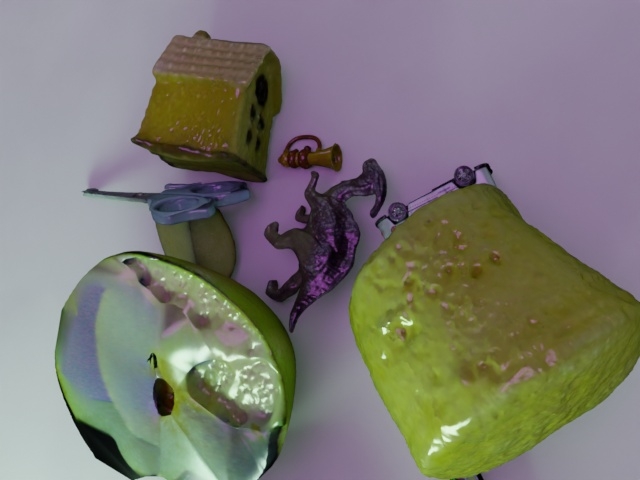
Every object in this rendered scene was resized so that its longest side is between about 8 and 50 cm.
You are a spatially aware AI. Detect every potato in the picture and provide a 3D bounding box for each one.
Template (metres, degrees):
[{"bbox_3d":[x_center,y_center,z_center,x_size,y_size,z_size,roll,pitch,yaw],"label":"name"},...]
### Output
[{"bbox_3d":[-0.207,0.019,1.322,0.120,0.081,0.149,5,108,52],"label":"potato"}]

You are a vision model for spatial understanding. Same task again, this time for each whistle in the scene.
[{"bbox_3d":[-0.019,-0.146,1.289,0.109,0.046,0.057,7,97,25],"label":"whistle"}]

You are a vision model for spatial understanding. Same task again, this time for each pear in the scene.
[{"bbox_3d":[-0.195,0.188,1.199,0.398,0.165,0.399,7,106,24],"label":"pear"}]

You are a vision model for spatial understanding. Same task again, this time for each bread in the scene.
[{"bbox_3d":[0.213,0.113,1.012,0.348,0.348,0.308,-38,67,9],"label":"bread"}]

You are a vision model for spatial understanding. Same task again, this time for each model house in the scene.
[{"bbox_3d":[-0.176,-0.232,1.284,0.193,0.174,0.234,10,87,20],"label":"model house"}]

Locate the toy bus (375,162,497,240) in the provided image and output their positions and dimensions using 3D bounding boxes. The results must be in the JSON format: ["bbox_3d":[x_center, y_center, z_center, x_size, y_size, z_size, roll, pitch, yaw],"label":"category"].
[{"bbox_3d":[0.182,-0.039,1.180,0.193,0.087,0.089,-28,77,13],"label":"toy bus"}]

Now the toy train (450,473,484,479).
[{"bbox_3d":[0.224,0.375,1.114,0.042,0.044,0.209,-29,73,11],"label":"toy train"}]

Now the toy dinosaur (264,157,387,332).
[{"bbox_3d":[-0.004,-0.004,1.218,0.162,0.077,0.294,20,88,44],"label":"toy dinosaur"}]

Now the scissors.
[{"bbox_3d":[-0.288,-0.076,1.330,0.360,0.191,0.030,8,115,34],"label":"scissors"}]
